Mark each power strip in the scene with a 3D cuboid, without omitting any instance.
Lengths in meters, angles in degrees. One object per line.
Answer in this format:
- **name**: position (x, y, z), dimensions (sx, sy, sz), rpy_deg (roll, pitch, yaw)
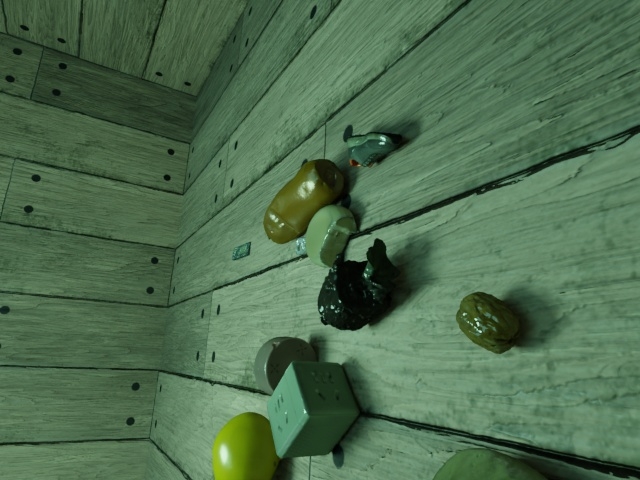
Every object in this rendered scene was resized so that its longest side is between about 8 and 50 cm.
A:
- **power strip**: position (-0.033, 0.397, 0.979), dimensions (0.224, 0.139, 0.140), rpy_deg (-62, 34, 28)
- **power strip**: position (-0.086, 0.321, 1.094), dimensions (0.078, 0.154, 0.154), rpy_deg (-17, 65, 55)

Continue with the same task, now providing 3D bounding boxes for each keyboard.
- **keyboard**: position (-0.322, 0.045, 1.759), dimensions (0.176, 0.014, 0.055), rpy_deg (-17, 63, 58)

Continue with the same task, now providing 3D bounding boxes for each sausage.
- **sausage**: position (-0.064, -0.098, 1.229), dimensions (0.354, 0.134, 0.116), rpy_deg (-38, 16, 49)

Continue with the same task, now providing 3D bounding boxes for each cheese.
- **cheese**: position (0.001, -0.020, 1.141), dimensions (0.249, 0.070, 0.163), rpy_deg (22, 99, 62)

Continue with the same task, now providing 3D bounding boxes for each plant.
- **plant**: position (0.080, 0.098, 0.892), dimensions (0.203, 0.131, 0.142), rpy_deg (-56, 33, 33)

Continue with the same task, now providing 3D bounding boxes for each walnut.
- **walnut**: position (0.247, 0.120, 0.641), dimensions (0.096, 0.082, 0.079), rpy_deg (-138, 35, -55)

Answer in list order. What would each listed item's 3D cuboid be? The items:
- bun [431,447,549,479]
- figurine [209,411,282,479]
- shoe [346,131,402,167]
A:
- **bun**: position (0.212, 0.400, 0.515), dimensions (0.273, 0.168, 0.273), rpy_deg (-167, 90, -69)
- **figurine**: position (-0.227, 0.637, 1.219), dimensions (0.215, 0.187, 0.344), rpy_deg (-96, 24, -51)
- **shoe**: position (0.123, -0.206, 0.998), dimensions (0.194, 0.074, 0.077), rpy_deg (-158, 69, -64)
